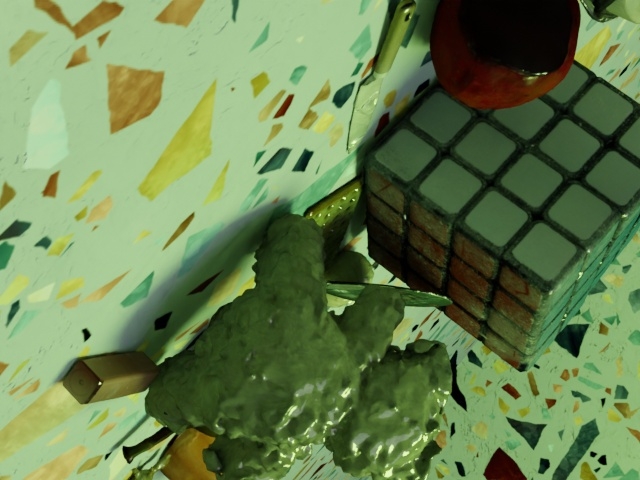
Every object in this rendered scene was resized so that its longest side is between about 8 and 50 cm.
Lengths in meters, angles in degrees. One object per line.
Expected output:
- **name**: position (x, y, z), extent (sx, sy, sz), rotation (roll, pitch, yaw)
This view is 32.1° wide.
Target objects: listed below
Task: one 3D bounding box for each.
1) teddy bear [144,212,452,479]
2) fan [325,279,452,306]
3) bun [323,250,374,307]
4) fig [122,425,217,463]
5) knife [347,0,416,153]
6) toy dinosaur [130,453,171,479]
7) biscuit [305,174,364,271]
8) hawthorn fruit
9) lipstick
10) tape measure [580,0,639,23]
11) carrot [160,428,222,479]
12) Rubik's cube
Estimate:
- **teddy bear**: position (-0.003, 0.198, 1.488), extent (0.357, 0.368, 0.224), rotation (-53, -165, -2)
- **fan**: position (0.079, 0.077, 1.689), extent (0.294, 0.223, 0.012), rotation (24, 72, -60)
- **bun**: position (0.044, 0.069, 1.868), extent (0.115, 0.069, 0.115), rotation (-40, 163, -15)
- **fig**: position (-0.160, 0.231, 1.653), extent (0.290, 0.190, 0.190), rotation (-8, 154, -6)
- **knife**: position (0.068, -0.202, 1.424), extent (0.047, 0.017, 0.298), rotation (-36, 163, -27)
- **toy dinosaur**: position (-0.313, 0.426, 1.851), extent (0.126, 0.039, 0.162), rotation (-33, 159, -42)
- **biscuit**: position (0.000, 0.000, 1.705), extent (0.139, 0.016, 0.231), rotation (-34, 157, -36)
- **hawthorn fruit**: position (0.226, -0.246, 1.423), extent (0.189, 0.189, 0.251), rotation (-39, 165, -27)
- **lipstick**: position (-0.262, 0.172, 1.403), extent (0.045, 0.045, 0.145), rotation (-54, 162, 13)
- **tape measure**: position (0.464, -0.444, 1.663), extent (0.231, 0.133, 0.271), rotation (-59, 159, 12)
- **carrot**: position (-0.156, 0.416, 1.907), extent (0.159, 0.225, 0.159), rotation (-38, 163, -14)
- **Rubik's cube**: position (0.296, -0.064, 1.699), extent (0.337, 0.344, 0.344), rotation (-46, 163, -16)
